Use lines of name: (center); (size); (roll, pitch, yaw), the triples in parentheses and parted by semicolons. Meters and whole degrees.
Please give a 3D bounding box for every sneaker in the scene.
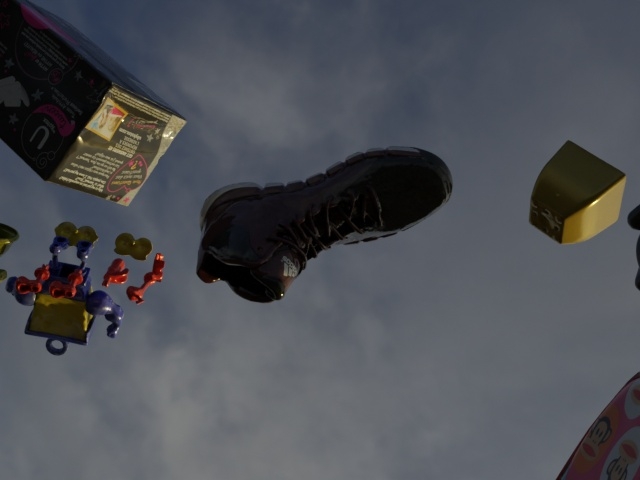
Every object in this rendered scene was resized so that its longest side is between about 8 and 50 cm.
sneaker: (0.000, 0.000, 0.985); (0.281, 0.162, 0.106); (-13, -58, 15)

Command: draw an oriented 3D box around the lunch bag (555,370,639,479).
lunch bag: (0.262, 0.208, 0.701); (0.120, 0.293, 0.258); (28, -84, -1)

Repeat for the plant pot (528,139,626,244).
plant pot: (0.278, -0.044, 1.068); (0.081, 0.083, 0.081); (39, -25, 32)

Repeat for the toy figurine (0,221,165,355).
toy figurine: (-0.448, 0.105, 1.542); (0.363, 0.191, 0.217); (10, -60, -8)

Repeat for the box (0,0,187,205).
box: (-0.317, -0.173, 1.167); (0.247, 0.163, 0.142); (41, -82, 25)

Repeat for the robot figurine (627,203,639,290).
robot figurine: (0.622, 0.006, 1.537); (0.209, 0.173, 0.278); (-4, -27, -21)
